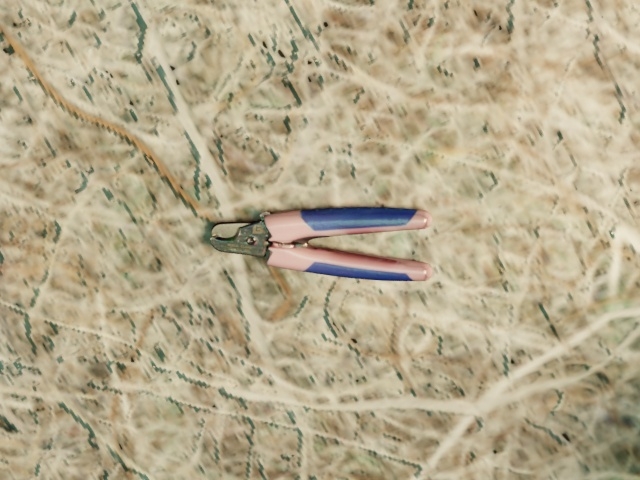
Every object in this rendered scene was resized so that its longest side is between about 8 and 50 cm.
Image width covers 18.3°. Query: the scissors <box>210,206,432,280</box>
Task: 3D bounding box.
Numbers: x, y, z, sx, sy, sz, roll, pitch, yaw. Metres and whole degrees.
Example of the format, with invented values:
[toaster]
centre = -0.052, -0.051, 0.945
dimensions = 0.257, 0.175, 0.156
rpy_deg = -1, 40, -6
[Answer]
[scissors]
centre = 0.000, 0.000, 0.995
dimensions = 0.113, 0.012, 0.039
rpy_deg = 4, 113, 11
